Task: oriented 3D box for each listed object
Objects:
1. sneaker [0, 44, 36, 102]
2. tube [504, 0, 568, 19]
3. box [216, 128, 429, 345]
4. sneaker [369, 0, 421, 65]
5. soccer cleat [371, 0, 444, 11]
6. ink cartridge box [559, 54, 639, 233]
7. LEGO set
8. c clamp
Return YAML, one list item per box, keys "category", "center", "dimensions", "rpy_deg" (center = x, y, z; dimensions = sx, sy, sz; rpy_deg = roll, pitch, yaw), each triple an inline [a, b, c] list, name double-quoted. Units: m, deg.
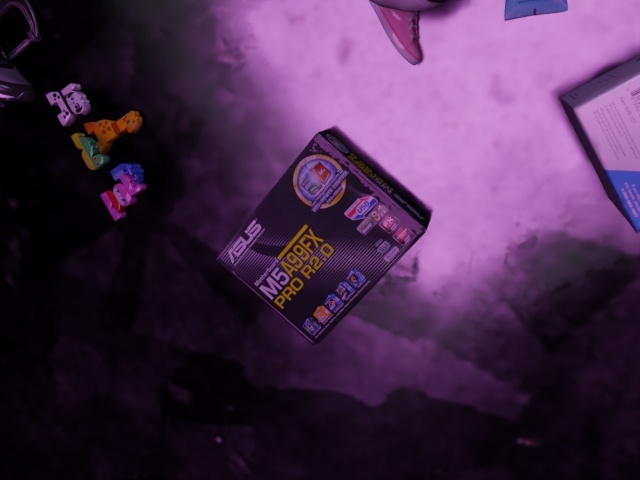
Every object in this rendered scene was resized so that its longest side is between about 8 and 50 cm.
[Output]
- category: "sneaker"
  center: [-0.559, -0.315, 1.013]
  dimensions: [0.271, 0.100, 0.108]
  rpy_deg: [40, 107, 7]
- category: "tube"
  center: [0.269, -0.394, 0.812]
  dimensions: [0.080, 0.052, 0.207]
  rpy_deg: [-3, 110, 19]
- category: "box"
  center: [0.000, 0.000, 0.990]
  dimensions: [0.216, 0.060, 0.270]
  rpy_deg: [42, 111, 0]
- category: "sneaker"
  center: [0.118, -0.313, 0.871]
  dimensions: [0.070, 0.051, 0.134]
  rpy_deg: [-28, 93, 26]
- category: "soccer cleat"
  center: [0.132, -0.444, 0.785]
  dimensions: [0.143, 0.116, 0.331]
  rpy_deg: [13, 86, 50]
- category: "ink cartridge box"
  center: [0.442, -0.152, 0.767]
  dimensions: [0.233, 0.168, 0.171]
  rpy_deg: [-27, 98, 21]
- category: "LEGO set"
  center: [-0.328, -0.157, 1.024]
  dimensions: [0.093, 0.087, 0.227]
  rpy_deg: [-30, 90, 18]
- category: "c clamp"
  center: [-0.519, -0.326, 1.061]
  dimensions: [0.161, 0.022, 0.137]
  rpy_deg: [-36, 89, 23]
